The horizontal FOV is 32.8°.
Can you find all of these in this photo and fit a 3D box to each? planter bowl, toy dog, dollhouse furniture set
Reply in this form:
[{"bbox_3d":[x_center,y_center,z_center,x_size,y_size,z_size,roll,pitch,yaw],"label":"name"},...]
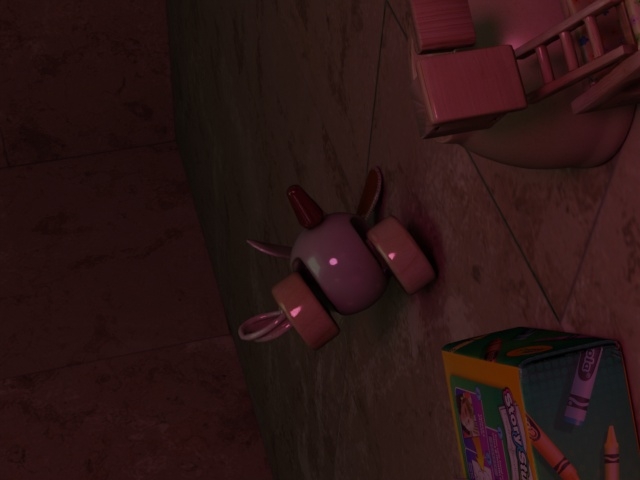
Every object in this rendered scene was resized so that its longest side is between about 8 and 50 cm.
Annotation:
[{"bbox_3d":[0.123,-0.120,0.729,0.162,0.109,0.162,170,90,-77],"label":"planter bowl"},{"bbox_3d":[0.000,0.000,1.217,0.161,0.220,0.333,59,160,-9],"label":"toy dog"},{"bbox_3d":[0.117,-0.166,0.600,0.101,0.161,0.182,135,123,-75],"label":"dollhouse furniture set"}]

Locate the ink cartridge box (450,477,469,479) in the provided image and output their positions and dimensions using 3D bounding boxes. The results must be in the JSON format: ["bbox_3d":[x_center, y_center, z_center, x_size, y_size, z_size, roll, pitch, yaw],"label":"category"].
[{"bbox_3d":[0.101,0.315,0.851,0.153,0.087,0.208,-119,22,-54],"label":"ink cartridge box"}]

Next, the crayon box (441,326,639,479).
[{"bbox_3d":[0.177,0.212,0.822,0.165,0.081,0.278,175,85,-77],"label":"crayon box"}]
